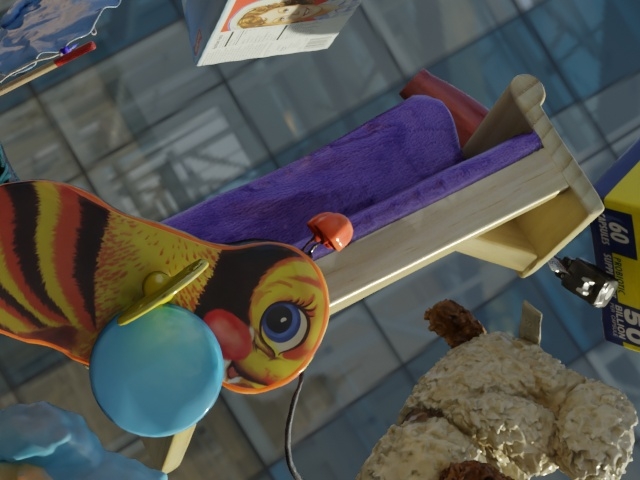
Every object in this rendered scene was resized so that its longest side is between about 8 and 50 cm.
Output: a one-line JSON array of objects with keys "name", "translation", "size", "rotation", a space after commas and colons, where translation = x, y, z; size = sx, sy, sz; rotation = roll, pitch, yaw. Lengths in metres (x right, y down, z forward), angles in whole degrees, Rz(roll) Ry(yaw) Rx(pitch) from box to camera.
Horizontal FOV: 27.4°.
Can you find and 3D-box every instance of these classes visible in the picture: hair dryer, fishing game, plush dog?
[{"name": "hair dryer", "translation": [0.176, -0.075, 1.267], "size": [0.293, 0.080, 0.223], "rotation": [48, 2, 39]}, {"name": "fishing game", "translation": [-0.279, -0.228, 1.385], "size": [0.041, 0.189, 0.264], "rotation": [58, 17, -32]}, {"name": "plush dog", "translation": [0.123, 0.192, 1.204], "size": [0.211, 0.225, 0.262], "rotation": [50, -36, -5]}]

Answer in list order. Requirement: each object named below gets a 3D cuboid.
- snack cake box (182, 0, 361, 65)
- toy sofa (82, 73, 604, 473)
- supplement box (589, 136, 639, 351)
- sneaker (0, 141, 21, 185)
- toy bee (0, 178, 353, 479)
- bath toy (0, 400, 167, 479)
[{"name": "snack cake box", "translation": [-0.039, -0.260, 1.280], "size": [0.264, 0.152, 0.089], "rotation": [142, -63, -72]}, {"name": "toy sofa", "translation": [0.000, 0.000, 0.940], "size": [0.177, 0.362, 0.150], "rotation": [60, -20, 12]}, {"name": "supplement box", "translation": [0.458, 0.020, 1.239], "size": [0.356, 0.195, 0.194], "rotation": [18, -43, 40]}, {"name": "sneaker", "translation": [-0.244, -0.043, 0.932], "size": [0.166, 0.065, 0.076], "rotation": [54, -23, -19]}, {"name": "toy bee", "translation": [-0.065, 0.033, 0.740], "size": [0.298, 0.162, 0.195], "rotation": [34, -5, -31]}, {"name": "bath toy", "translation": [-0.141, 0.217, 0.640], "size": [0.348, 0.151, 0.129], "rotation": [-105, -173, -65]}]
